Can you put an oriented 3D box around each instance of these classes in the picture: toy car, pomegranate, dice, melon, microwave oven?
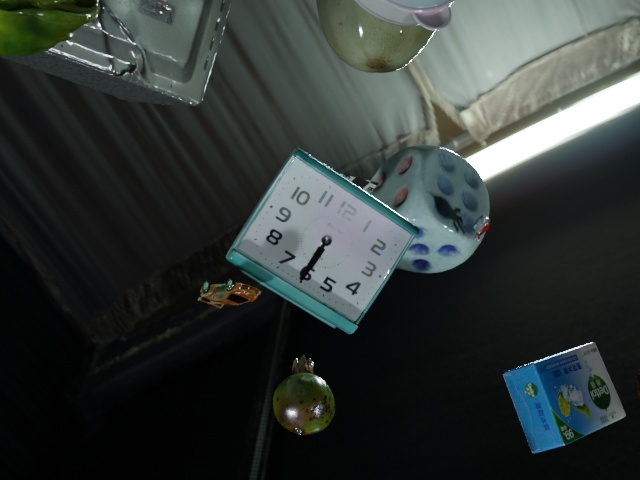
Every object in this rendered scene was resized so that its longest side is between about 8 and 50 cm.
[{"bbox_3d":[-0.148,0.088,1.284,0.122,0.059,0.035,-6,-115,48],"label":"toy car"},{"bbox_3d":[-0.040,0.386,1.931,0.159,0.159,0.205,-23,-133,23],"label":"pomegranate"},{"bbox_3d":[0.287,-0.085,2.142,0.262,0.264,0.268,-32,-143,46],"label":"dice"},{"bbox_3d":[0.115,-0.475,1.472,0.308,0.271,0.272,-64,-158,6],"label":"melon"},{"bbox_3d":[-0.422,-0.411,1.347,0.374,0.432,0.236,15,-89,53],"label":"microwave oven"}]

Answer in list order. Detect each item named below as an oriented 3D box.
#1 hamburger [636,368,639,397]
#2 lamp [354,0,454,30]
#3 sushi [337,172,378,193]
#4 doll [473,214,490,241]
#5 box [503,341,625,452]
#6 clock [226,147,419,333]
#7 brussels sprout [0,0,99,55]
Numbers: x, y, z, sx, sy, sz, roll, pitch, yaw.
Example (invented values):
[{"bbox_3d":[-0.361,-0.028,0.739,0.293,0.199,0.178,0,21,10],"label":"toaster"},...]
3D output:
[{"bbox_3d":[0.556,0.226,1.128,0.130,0.206,0.183,-48,-142,17],"label":"hamburger"},{"bbox_3d":[0.094,-0.393,1.033,0.179,0.246,0.108,-56,179,-28],"label":"lamp"},{"bbox_3d":[-0.006,-0.083,1.893,0.279,0.192,0.043,-54,-143,42],"label":"sushi"},{"bbox_3d":[0.403,-0.038,1.939,0.057,0.114,0.039,-25,-114,-5],"label":"doll"},{"bbox_3d":[0.415,0.263,1.321,0.194,0.139,0.073,-8,162,-41],"label":"box"},{"bbox_3d":[0.000,0.000,1.360,0.231,0.262,0.116,-57,-166,3],"label":"clock"},{"bbox_3d":[-0.357,-0.329,0.791,0.227,0.294,0.259,-86,-158,-53],"label":"brussels sprout"}]
